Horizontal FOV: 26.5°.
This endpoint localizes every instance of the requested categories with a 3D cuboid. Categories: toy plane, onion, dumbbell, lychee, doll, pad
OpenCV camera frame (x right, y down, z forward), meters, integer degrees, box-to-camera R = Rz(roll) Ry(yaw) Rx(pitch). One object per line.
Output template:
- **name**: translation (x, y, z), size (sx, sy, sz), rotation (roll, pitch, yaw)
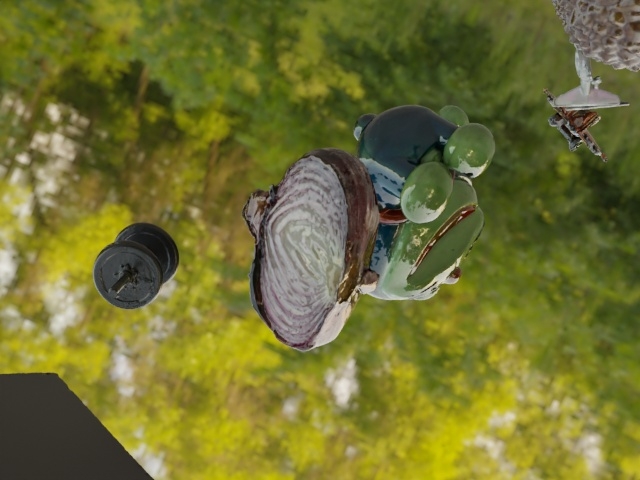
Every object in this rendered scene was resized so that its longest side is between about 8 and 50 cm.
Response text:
- **toy plane**: translation (0.365, -0.168, 1.946), size (0.135, 0.062, 0.188), rotation (50, -172, 1)
- **onion**: translation (0.000, 0.000, 1.371), size (0.151, 0.206, 0.098), rotation (36, -152, 33)
- **toy plane**: translation (0.219, -0.264, 1.232), size (0.181, 0.273, 0.107), rotation (13, 174, 8)
- **dumbbell**: translation (-0.176, 0.024, 1.303), size (0.069, 0.069, 0.147), rotation (24, -159, 2)
- **lychee**: translation (0.266, -0.220, 1.042), size (0.194, 0.195, 0.194), rotation (24, -178, -1)
- **doll**: translation (0.103, -0.047, 1.640), size (0.186, 0.198, 0.322), rotation (38, 149, 21)
- **pad**: translation (-0.126, 0.156, 0.775), size (0.243, 0.004, 0.163), rotation (42, -166, 23)
